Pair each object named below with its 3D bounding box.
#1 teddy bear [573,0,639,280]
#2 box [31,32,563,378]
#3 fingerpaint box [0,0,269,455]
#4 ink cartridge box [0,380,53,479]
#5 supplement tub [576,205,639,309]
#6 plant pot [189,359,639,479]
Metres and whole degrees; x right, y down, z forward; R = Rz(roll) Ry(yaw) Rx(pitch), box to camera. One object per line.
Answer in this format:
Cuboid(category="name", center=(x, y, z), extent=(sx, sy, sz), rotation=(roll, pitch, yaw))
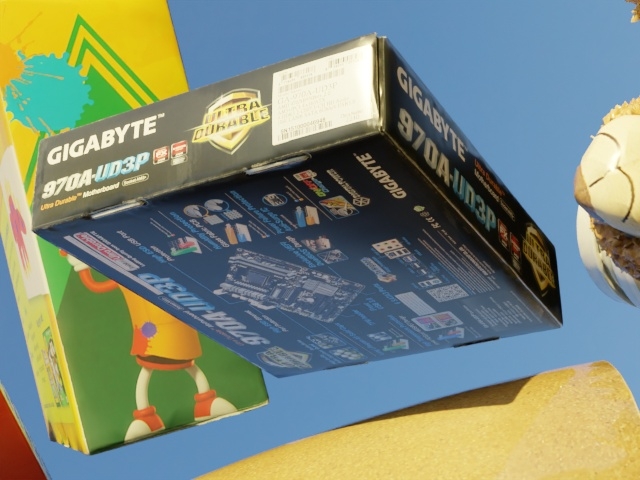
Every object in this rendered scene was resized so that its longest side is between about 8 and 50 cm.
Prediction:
Cuboid(category="teddy bear", center=(0.231, -0.088, 0.569), extent=(0.113, 0.338, 0.245), rotation=(-22, -95, -36))
Cuboid(category="box", center=(0.000, 0.000, 0.561), extent=(0.220, 0.175, 0.051), rotation=(39, -136, -51))
Cuboid(category="fingerpaint box", center=(-0.212, 0.001, 1.115), extent=(0.163, 0.445, 0.371), rotation=(-13, -95, -18))
Cuboid(category="ink cartridge box", center=(-0.357, 0.286, 1.268), extent=(0.130, 0.272, 0.309), rotation=(-28, -66, -17))
Cuboid(category="supplement tub", center=(0.445, -0.012, 1.200), extent=(0.228, 0.316, 0.228), rotation=(-2, -86, -30))
Cuboid(category="plant pot", center=(0.014, 0.184, 0.516), extent=(0.254, 0.237, 0.237), rotation=(-6, -71, 3))
